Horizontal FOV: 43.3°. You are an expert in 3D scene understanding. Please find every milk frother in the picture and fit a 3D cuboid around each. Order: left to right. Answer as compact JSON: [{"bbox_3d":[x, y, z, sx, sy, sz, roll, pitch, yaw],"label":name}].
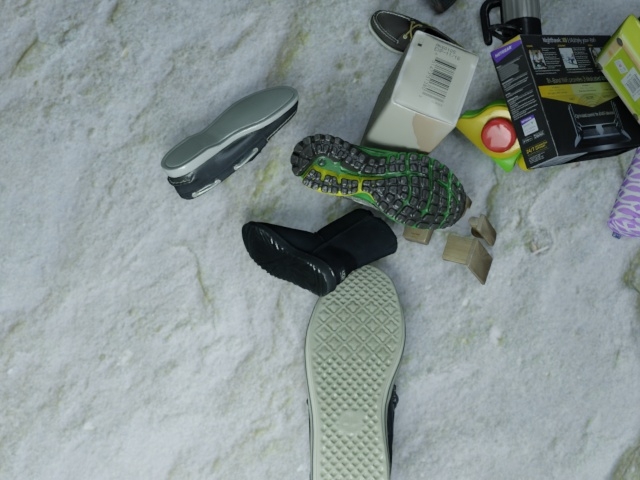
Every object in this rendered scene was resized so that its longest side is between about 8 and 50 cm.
[{"bbox_3d":[0.396,-0.462,1.643,0.129,0.143,0.135,-3,83,-1],"label":"milk frother"}]

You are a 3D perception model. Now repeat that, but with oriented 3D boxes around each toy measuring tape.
[{"bbox_3d":[0.321,-0.267,1.612,0.330,0.121,0.121,43,78,1],"label":"toy measuring tape"}]

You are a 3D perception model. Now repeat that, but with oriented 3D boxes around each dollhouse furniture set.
[{"bbox_3d":[0.265,-0.012,1.612,0.151,0.123,0.144,14,77,30],"label":"dollhouse furniture set"}]

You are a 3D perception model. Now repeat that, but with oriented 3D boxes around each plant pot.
[{"bbox_3d":[0.667,-0.346,1.511,0.207,0.228,0.227,-32,83,-1],"label":"plant pot"}]

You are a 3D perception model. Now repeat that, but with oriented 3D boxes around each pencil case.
[{"bbox_3d":[0.660,-0.102,1.648,0.088,0.086,0.206,24,78,3],"label":"pencil case"}]

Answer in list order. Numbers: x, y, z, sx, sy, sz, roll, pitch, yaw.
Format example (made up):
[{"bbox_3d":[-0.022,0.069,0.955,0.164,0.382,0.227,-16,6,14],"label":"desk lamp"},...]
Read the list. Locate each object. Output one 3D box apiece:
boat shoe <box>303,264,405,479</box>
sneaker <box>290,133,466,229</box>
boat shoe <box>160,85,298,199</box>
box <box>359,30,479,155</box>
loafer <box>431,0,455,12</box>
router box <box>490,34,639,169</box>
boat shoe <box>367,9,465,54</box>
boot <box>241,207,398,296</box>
[{"bbox_3d":[0.057,0.283,1.477,0.186,0.156,0.500,4,65,-2],"label":"boat shoe"},{"bbox_3d":[0.115,-0.121,1.540,0.343,0.146,0.134,21,96,0],"label":"sneaker"},{"bbox_3d":[-0.164,-0.191,1.555,0.302,0.091,0.114,-32,42,-10],"label":"boat shoe"},{"bbox_3d":[0.171,-0.245,1.492,0.121,0.311,0.148,21,79,-4],"label":"box"},{"bbox_3d":[0.175,-0.575,1.662,0.267,0.096,0.084,38,118,0],"label":"loafer"},{"bbox_3d":[0.495,-0.279,1.594,0.308,0.081,0.243,-10,81,-37],"label":"router box"},{"bbox_3d":[0.204,-0.410,1.647,0.227,0.069,0.081,29,78,-2],"label":"boat shoe"},{"bbox_3d":[0.000,0.000,1.538,0.246,0.094,0.207,26,42,36],"label":"boot"}]
